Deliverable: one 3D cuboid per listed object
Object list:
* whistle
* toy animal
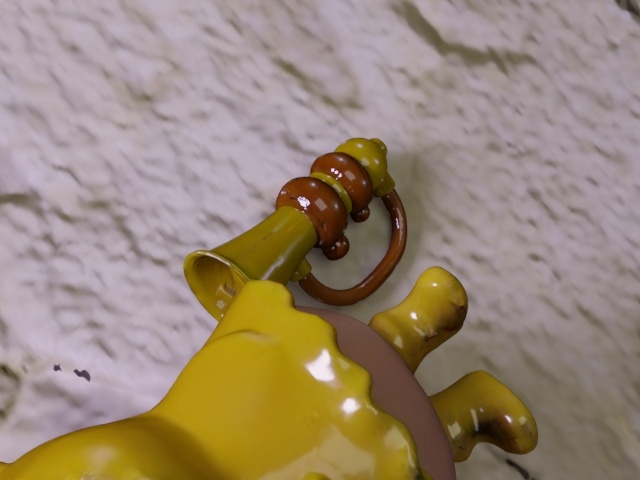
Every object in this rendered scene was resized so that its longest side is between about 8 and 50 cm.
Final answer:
[{"bbox_3d":[0.001,-0.001,0.630,0.057,0.046,0.109,44,59,12],"label":"whistle"},{"bbox_3d":[-0.032,0.099,0.544,0.230,0.156,0.156,-28,86,-15],"label":"toy animal"}]
